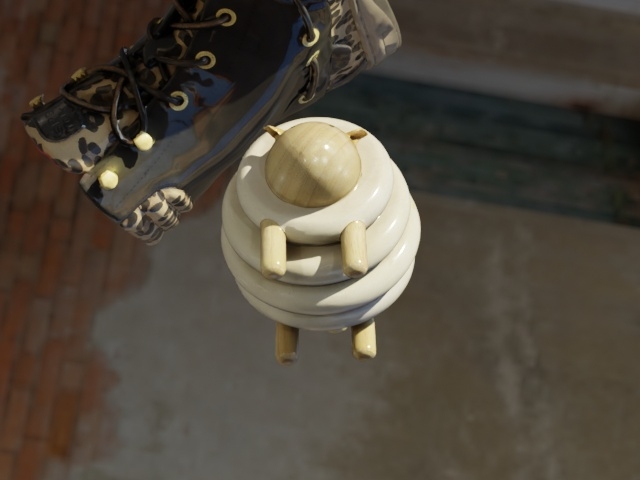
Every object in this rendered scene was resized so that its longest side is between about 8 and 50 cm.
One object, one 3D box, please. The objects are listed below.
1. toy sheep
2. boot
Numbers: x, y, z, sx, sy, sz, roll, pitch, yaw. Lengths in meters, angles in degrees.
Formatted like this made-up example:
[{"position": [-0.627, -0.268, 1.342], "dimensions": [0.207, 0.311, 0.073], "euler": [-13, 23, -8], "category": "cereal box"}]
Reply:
[{"position": [0.000, 0.000, 0.777], "dimensions": [0.132, 0.091, 0.091], "euler": [90, 5, -52], "category": "toy sheep"}, {"position": [-0.105, -0.160, 1.437], "dimensions": [0.284, 0.138, 0.377], "euler": [-42, 155, -1], "category": "boot"}]
